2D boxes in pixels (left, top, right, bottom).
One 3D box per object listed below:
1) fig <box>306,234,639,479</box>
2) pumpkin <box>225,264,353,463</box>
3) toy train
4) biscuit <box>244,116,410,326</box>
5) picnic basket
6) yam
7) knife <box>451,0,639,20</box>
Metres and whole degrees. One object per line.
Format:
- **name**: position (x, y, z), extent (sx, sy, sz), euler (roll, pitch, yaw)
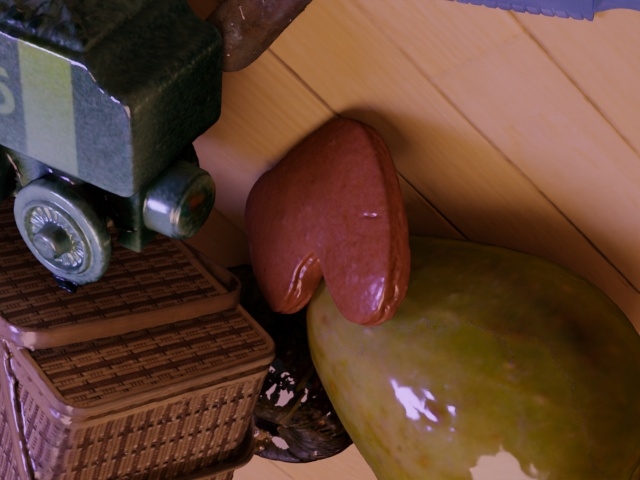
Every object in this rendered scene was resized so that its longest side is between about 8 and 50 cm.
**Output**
- **fig**: position (0.131, 0.120, 1.104), extent (0.326, 0.258, 0.258), euler (36, 144, 10)
- **pumpkin**: position (-0.054, 0.132, 1.276), extent (0.238, 0.159, 0.238), euler (12, 141, 10)
- **toy train**: position (-0.220, -0.107, 1.017), extent (0.299, 0.167, 0.238), euler (21, 134, 19)
- **biscuit**: position (0.000, 0.000, 1.075), extent (0.036, 0.186, 0.192), euler (9, 151, -36)
- **picnic basket**: position (-0.210, 0.086, 1.122), extent (0.313, 0.228, 0.175), euler (44, 129, 35)
- **yam**: position (-0.043, -0.182, 0.974), extent (0.054, 0.054, 0.132), euler (34, 140, -16)
- **knife**: position (0.186, -0.174, 0.907), extent (0.313, 0.019, 0.044), euler (11, 144, 17)
